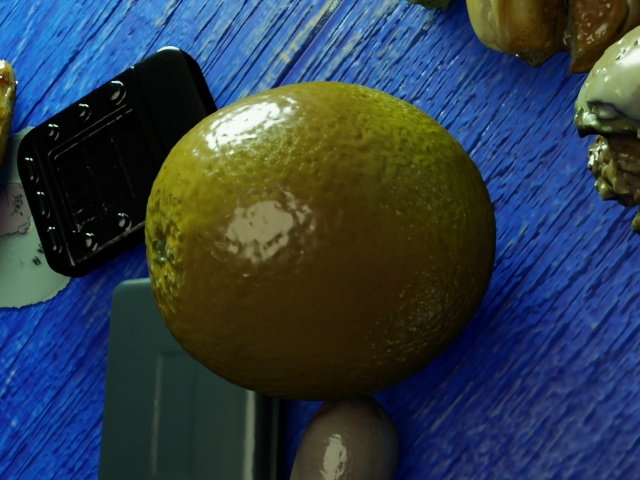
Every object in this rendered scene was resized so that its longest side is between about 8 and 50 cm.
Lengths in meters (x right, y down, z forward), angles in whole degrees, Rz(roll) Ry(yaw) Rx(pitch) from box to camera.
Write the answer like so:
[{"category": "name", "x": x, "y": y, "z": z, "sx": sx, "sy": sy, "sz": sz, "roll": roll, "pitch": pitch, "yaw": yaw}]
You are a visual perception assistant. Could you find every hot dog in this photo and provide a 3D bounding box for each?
[{"category": "hot dog", "x": 0.169, "y": -0.279, "z": 0.804, "sx": 0.135, "sy": 0.100, "sz": 0.337, "roll": 9, "pitch": 75, "yaw": -15}, {"category": "hot dog", "x": -0.317, "y": -0.106, "z": 1.057, "sx": 0.062, "sy": 0.038, "sz": 0.144, "roll": 0, "pitch": 73, "yaw": 33}]

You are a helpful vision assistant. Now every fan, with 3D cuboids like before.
[{"category": "fan", "x": -0.337, "y": -0.041, "z": 1.078, "sx": 0.310, "sy": 0.010, "sz": 0.182, "roll": 17, "pitch": 86, "yaw": 30}]

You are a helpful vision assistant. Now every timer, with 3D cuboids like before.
[{"category": "timer", "x": -0.168, "y": -0.066, "z": 0.967, "sx": 0.187, "sy": 0.055, "sz": 0.144, "roll": -29, "pitch": 68, "yaw": 14}]

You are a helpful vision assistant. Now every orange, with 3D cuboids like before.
[{"category": "orange", "x": 0.000, "y": 0.000, "z": 0.757, "sx": 0.236, "sy": 0.236, "sz": 0.236, "roll": -8, "pitch": 74, "yaw": 27}]

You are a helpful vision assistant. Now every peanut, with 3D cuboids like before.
[{"category": "peanut", "x": 0.014, "y": 0.180, "z": 0.788, "sx": 0.076, "sy": 0.076, "sz": 0.152, "roll": 4, "pitch": 78, "yaw": 30}]

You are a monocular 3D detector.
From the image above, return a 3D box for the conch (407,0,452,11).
[{"category": "conch", "x": 0.095, "y": -0.228, "z": 0.857, "sx": 0.089, "sy": 0.074, "sz": 0.121, "roll": 4, "pitch": 60, "yaw": 39}]

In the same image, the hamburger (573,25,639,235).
[{"category": "hamburger", "x": 0.282, "y": -0.086, "z": 0.606, "sx": 0.283, "sy": 0.259, "sz": 0.144, "roll": -20, "pitch": 100, "yaw": 15}]

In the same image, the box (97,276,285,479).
[{"category": "box", "x": -0.100, "y": 0.139, "z": 0.876, "sx": 0.160, "sy": 0.050, "sz": 0.230, "roll": -6, "pitch": 74, "yaw": 28}]
